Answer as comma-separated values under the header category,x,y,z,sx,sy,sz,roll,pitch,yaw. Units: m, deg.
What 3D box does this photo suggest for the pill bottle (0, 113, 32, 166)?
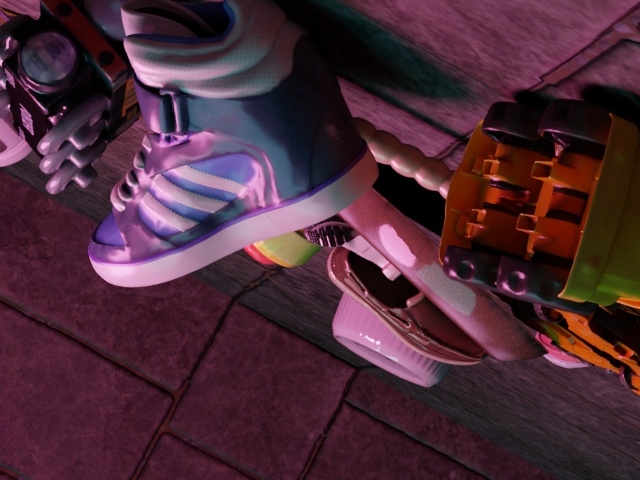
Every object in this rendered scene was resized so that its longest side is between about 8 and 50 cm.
category,x,y,z,sx,sy,sz,roll,pitch,yaw
pill bottle,-0.469,-0.200,2.115,0.161,0.161,0.283,27,170,11

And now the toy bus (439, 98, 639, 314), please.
category,x,y,z,sx,sy,sz,roll,pitch,yaw
toy bus,0.224,-0.012,1.226,0.212,0.149,0.220,15,179,-23

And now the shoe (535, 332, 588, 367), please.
category,x,y,z,sx,sy,sz,roll,pitch,yaw
shoe,0.306,0.109,1.834,0.178,0.063,0.081,10,159,47

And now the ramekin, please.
category,x,y,z,sx,sy,sz,roll,pitch,yaw
ramekin,0.116,0.133,2.364,0.207,0.109,0.207,28,171,5

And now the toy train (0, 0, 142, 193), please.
category,x,y,z,sx,sy,sz,roll,pitch,yaw
toy train,-0.224,-0.162,1.517,0.142,0.190,0.334,47,168,2

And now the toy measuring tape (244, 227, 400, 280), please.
category,x,y,z,sx,sy,sz,roll,pitch,yaw
toy measuring tape,0.000,0.000,1.957,0.330,0.121,0.121,30,172,-36

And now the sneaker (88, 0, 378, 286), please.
category,x,y,z,sx,sy,sz,roll,pitch,yaw
sneaker,-0.126,-0.103,1.389,0.323,0.130,0.236,-17,116,35

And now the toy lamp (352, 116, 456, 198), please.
category,x,y,z,sx,sy,sz,roll,pitch,yaw
toy lamp,0.074,-0.077,1.453,0.275,0.080,0.080,31,171,3

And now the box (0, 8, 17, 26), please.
category,x,y,z,sx,sy,sz,roll,pitch,yaw
box,-0.327,-0.220,1.899,0.169,0.059,0.054,23,170,31

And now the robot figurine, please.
category,x,y,z,sx,sy,sz,roll,pitch,yaw
robot figurine,0.299,0.085,1.636,0.291,0.085,0.211,33,170,-24

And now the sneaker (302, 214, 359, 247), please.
category,x,y,z,sx,sy,sz,roll,pitch,yaw
sneaker,0.031,-0.018,1.876,0.109,0.040,0.044,-9,-171,-12

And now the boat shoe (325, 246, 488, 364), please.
category,x,y,z,sx,sy,sz,roll,pitch,yaw
boat shoe,0.125,0.086,2.141,0.257,0.095,0.095,30,165,-5

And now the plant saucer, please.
category,x,y,z,sx,sy,sz,roll,pitch,yaw
plant saucer,0.117,0.031,1.724,0.310,0.050,0.310,43,-179,-1
